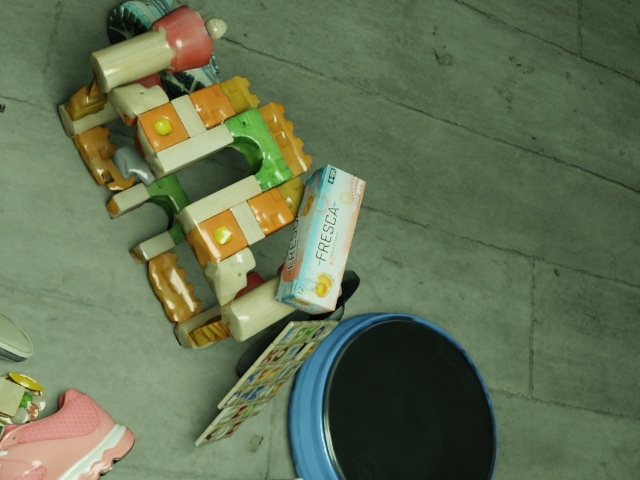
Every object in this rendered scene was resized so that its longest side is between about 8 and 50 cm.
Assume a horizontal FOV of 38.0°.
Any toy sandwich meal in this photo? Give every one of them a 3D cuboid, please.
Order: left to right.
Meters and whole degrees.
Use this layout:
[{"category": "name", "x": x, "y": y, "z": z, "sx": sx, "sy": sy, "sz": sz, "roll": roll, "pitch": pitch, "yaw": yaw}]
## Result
[{"category": "toy sandwich meal", "x": -0.412, "y": 0.215, "z": 1.254, "sx": 0.085, "sy": 0.029, "sz": 0.085, "roll": 9, "pitch": 72, "yaw": -29}]

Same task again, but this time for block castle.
[{"category": "block castle", "x": -0.164, "y": -0.079, "z": 1.331, "sx": 0.213, "sy": 0.303, "sz": 0.453, "roll": -29, "pitch": 92, "yaw": -28}]

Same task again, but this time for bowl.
[{"category": "bowl", "x": 0.131, "y": 0.303, "z": 1.515, "sx": 0.391, "sy": 0.077, "sz": 0.391, "roll": 13, "pitch": 65, "yaw": -30}]

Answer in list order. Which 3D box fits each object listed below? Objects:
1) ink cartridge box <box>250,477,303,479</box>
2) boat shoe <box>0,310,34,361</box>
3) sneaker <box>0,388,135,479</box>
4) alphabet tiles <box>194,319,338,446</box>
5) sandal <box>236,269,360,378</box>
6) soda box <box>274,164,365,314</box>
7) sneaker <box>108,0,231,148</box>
[{"category": "ink cartridge box", "x": -0.078, "y": 0.409, "z": 1.316, "sx": 0.072, "sy": 0.175, "sz": 0.127, "roll": -9, "pitch": 81, "yaw": -30}, {"category": "boat shoe", "x": -0.483, "y": 0.114, "z": 1.236, "sx": 0.206, "sy": 0.075, "sz": 0.065, "roll": 33, "pitch": 104, "yaw": -25}, {"category": "sneaker", "x": -0.394, "y": 0.314, "z": 1.205, "sx": 0.136, "sy": 0.116, "sz": 0.314, "roll": 50, "pitch": 50, "yaw": 0}, {"category": "alphabet tiles", "x": -0.081, "y": 0.204, "z": 1.340, "sx": 0.009, "sy": 0.198, "sz": 0.237, "roll": 43, "pitch": 100, "yaw": 17}, {"category": "sandal", "x": -0.024, "y": 0.145, "z": 1.472, "sx": 0.054, "sy": 0.097, "sz": 0.254, "roll": 39, "pitch": 65, "yaw": 20}, {"category": "soda box", "x": 0.000, "y": 0.000, "z": 1.194, "sx": 0.063, "sy": 0.058, "sz": 0.183, "roll": 23, "pitch": 70, "yaw": -24}, {"category": "sneaker", "x": -0.201, "y": -0.277, "z": 1.481, "sx": 0.283, "sy": 0.110, "sz": 0.122, "roll": 52, "pitch": 50, "yaw": -11}]
